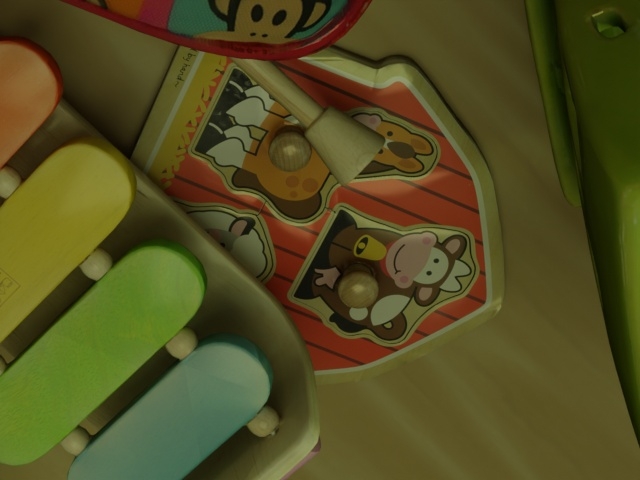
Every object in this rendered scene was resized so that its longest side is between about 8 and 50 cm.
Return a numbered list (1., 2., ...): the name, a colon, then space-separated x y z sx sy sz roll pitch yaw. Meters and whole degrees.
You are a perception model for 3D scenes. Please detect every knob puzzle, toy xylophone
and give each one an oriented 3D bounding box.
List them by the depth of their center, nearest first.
1. toy xylophone: -0.123 -0.016 0.708 0.323 0.081 0.236 36 113 -8
2. knob puzzle: 0.000 0.000 0.768 0.213 0.030 0.213 -1 119 -1

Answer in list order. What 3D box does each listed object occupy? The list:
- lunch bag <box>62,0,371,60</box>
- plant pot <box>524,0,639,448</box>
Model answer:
1. lunch bag: -0.085 -0.211 0.496 0.293 0.120 0.258 18 117 -9
2. plant pot: 0.194 -0.055 0.609 0.228 0.207 0.227 -18 139 3
